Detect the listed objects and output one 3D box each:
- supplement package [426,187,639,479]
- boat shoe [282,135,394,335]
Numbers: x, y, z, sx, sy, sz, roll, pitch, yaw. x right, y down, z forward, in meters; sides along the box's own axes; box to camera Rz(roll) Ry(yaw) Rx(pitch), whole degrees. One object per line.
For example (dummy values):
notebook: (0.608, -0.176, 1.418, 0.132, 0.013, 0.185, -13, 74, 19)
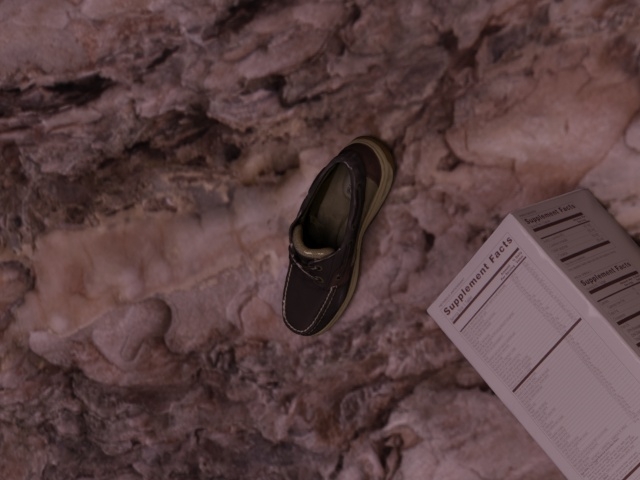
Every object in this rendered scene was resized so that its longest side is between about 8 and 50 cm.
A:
supplement package: (0.237, 0.094, 1.487, 0.244, 0.134, 0.139, 51, 126, 18)
boat shoe: (0.001, 0.000, 1.694, 0.080, 0.073, 0.223, 37, 120, 27)
